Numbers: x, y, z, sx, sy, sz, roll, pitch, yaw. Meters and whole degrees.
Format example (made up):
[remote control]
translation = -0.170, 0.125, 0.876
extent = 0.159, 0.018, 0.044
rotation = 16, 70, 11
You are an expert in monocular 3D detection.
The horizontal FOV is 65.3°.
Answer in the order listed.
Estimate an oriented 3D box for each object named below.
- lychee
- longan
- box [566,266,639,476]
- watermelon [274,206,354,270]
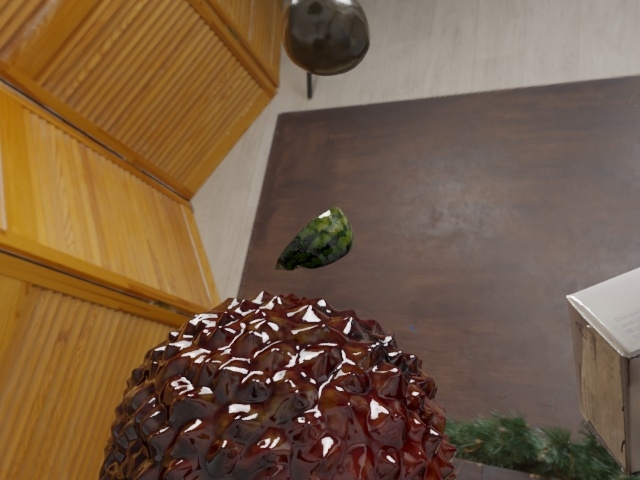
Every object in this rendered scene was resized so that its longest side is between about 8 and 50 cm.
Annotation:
[lychee]
translation = -0.076, 0.277, 0.620
extent = 0.501, 0.424, 0.424
rotation = -11, 59, -19
[longan]
translation = 0.011, -0.413, 0.994
extent = 0.167, 0.187, 0.167
rotation = -44, 35, 44
[box]
translation = 0.404, 0.111, 0.522
extent = 0.252, 0.203, 0.106
rotation = -22, 31, 3
[watermelon]
translation = 0.011, 0.006, 0.798
extent = 0.069, 0.087, 0.163
rotation = 45, 51, 14
